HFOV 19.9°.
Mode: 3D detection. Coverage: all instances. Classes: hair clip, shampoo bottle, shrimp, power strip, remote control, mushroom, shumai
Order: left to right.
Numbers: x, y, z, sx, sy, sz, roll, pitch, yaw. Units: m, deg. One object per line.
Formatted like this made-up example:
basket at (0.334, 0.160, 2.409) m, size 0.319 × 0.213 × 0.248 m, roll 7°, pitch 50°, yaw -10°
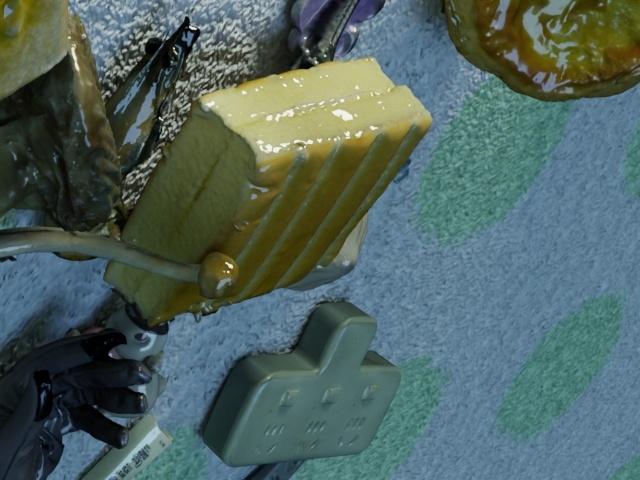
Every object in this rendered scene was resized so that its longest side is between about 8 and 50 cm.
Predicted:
shumai at (-0.234, -0.082, 1.430) m, size 0.153 × 0.161 × 0.209 m, roll -20°, pitch 167°, yaw -10°
mushroom at (-0.221, 0.017, 1.531) m, size 0.306 × 0.068 × 0.043 m, roll 3°, pitch 108°, yaw -9°
shampoo bottle at (-0.217, 0.243, 1.906) m, size 0.141 × 0.034 × 0.049 m, roll -44°, pitch 156°, yaw -9°
shrimp at (-0.144, -0.090, 1.627) m, size 0.198 × 0.051 × 0.262 m, roll -9°, pitch 134°, yaw -59°
remote control at (-0.062, 0.284, 2.177) m, size 0.184 × 0.027 × 0.050 m, roll -46°, pitch 149°, yaw -18°
power strip at (-0.003, 0.162, 2.073) m, size 0.265 × 0.059 × 0.194 m, roll 2°, pitch 118°, yaw -51°
hair clip at (0.028, -0.223, 1.705) m, size 0.195 × 0.052 × 0.124 m, roll -57°, pitch 156°, yaw 1°

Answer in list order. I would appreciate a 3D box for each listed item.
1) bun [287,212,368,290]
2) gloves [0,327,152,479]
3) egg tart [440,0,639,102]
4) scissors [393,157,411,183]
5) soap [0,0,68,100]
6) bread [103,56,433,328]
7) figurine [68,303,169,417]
bun at (0.000, 0.000, 1.873) m, size 0.138 × 0.094 × 0.138 m, roll -31°, pitch 143°, yaw -26°
gloves at (-0.270, 0.187, 1.692) m, size 0.285 × 0.119 × 0.142 m, roll -44°, pitch 165°, yaw 17°
egg tart at (0.269, -0.287, 1.809) m, size 0.341 × 0.129 × 0.341 m, roll -6°, pitch 136°, yaw -6°
scissors at (0.068, -0.066, 1.978) m, size 0.083 × 0.006 × 0.036 m, roll -29°, pitch 146°, yaw -34°
soap at (-0.293, -0.204, 1.202) m, size 0.259 × 0.143 × 0.281 m, roll -31°, pitch 151°, yaw -27°
bread at (-0.055, -0.040, 1.657) m, size 0.239 × 0.111 × 0.246 m, roll -18°, pitch 151°, yaw -46°
figurine at (-0.187, 0.106, 1.742) m, size 0.098 × 0.081 × 0.146 m, roll -27°, pitch 143°, yaw -36°
